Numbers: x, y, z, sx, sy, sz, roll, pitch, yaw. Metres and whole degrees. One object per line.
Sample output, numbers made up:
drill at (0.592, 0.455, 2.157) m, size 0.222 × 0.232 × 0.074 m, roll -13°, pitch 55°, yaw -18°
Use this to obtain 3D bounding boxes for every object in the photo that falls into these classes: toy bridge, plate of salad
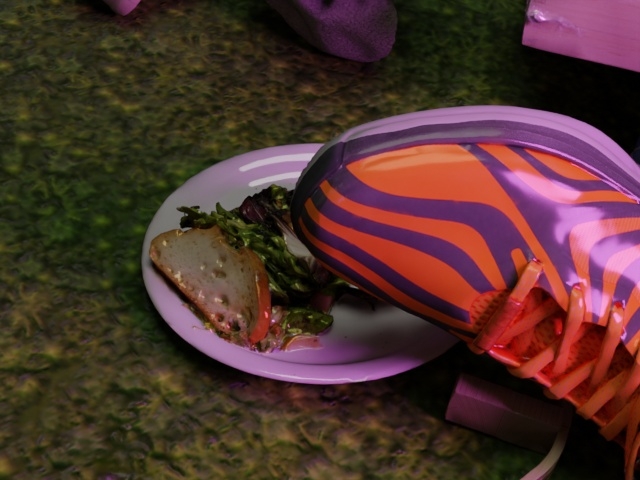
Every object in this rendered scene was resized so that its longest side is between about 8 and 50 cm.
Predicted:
toy bridge at (0.097, 0.091, 0.757) m, size 0.063 × 0.026 × 0.188 m, roll 19°, pitch 43°, yaw 7°
plate of salad at (0.000, 0.000, 0.812) m, size 0.200 × 0.048 × 0.200 m, roll 1°, pitch 41°, yaw -1°

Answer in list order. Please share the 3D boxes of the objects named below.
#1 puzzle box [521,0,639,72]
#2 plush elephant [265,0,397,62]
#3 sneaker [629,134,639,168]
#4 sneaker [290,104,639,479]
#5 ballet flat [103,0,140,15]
puzzle box at (0.279, -0.187, 0.988) m, size 0.272 × 0.052 × 0.409 m, roll 15°, pitch 27°, yaw 5°
plush elephant at (0.037, -0.278, 0.936) m, size 0.330 × 0.272 × 0.255 m, roll -22°, pitch 71°, yaw -12°
sneaker at (0.279, -0.082, 0.931) m, size 0.211 × 0.081 × 0.080 m, roll -29°, pitch 53°, yaw -35°
sneaker at (0.139, 0.053, 0.695) m, size 0.321 × 0.124 × 0.180 m, roll 16°, pitch 42°, yaw -17°
ballet flat at (-0.077, -0.232, 1.045) m, size 0.086 × 0.086 × 0.248 m, roll 32°, pitch 49°, yaw 22°
